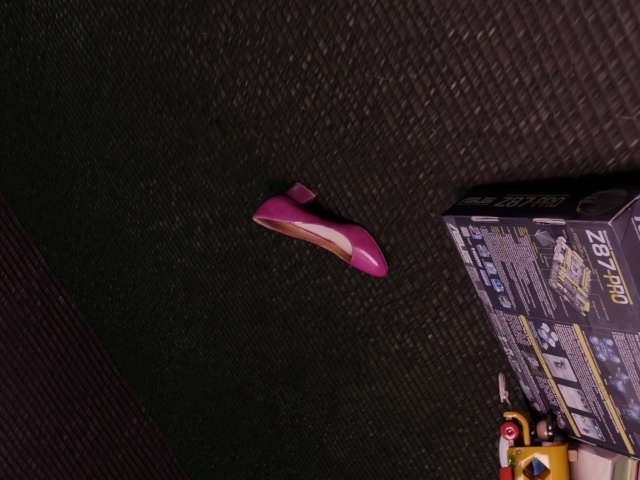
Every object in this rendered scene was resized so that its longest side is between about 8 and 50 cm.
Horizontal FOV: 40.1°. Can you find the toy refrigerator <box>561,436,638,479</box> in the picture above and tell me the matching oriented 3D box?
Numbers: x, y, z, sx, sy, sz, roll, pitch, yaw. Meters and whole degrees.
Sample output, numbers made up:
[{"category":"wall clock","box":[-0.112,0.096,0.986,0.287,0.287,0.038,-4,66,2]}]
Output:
[{"category":"toy refrigerator","box":[0.435,0.429,1.376,0.094,0.102,0.269,15,114,41]}]

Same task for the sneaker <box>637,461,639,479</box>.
[{"category":"sneaker","box":[0.554,0.373,1.209,0.252,0.103,0.111,33,146,-25]}]

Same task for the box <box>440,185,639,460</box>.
[{"category":"box","box":[0.360,0.114,1.196,0.318,0.097,0.395,6,127,61]}]

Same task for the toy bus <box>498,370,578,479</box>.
[{"category":"toy bus","box":[0.325,0.322,1.288,0.104,0.191,0.202,-5,128,17]}]

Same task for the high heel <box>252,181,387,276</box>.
[{"category":"high heel","box":[0.000,0.000,1.524,0.244,0.117,0.082,44,145,10]}]

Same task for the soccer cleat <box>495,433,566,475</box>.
[{"category":"soccer cleat","box":[0.398,0.449,1.507,0.116,0.108,0.318,2,121,43]}]
